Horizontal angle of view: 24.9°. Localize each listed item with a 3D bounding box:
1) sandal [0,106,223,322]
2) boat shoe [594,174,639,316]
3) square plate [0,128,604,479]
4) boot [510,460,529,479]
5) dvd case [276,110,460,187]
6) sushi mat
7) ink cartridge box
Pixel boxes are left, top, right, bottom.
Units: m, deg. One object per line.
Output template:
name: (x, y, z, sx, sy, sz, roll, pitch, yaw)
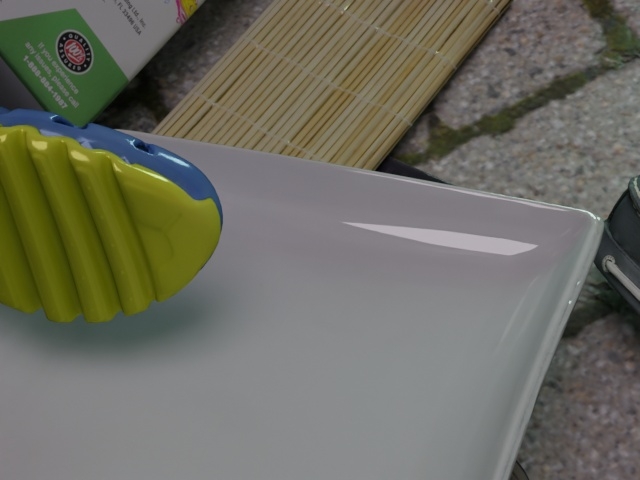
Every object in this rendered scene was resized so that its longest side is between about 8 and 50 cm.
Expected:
sandal: (-0.204, -0.041, 0.854, 0.317, 0.126, 0.138, 10, 33, 13)
boat shoe: (0.283, 0.089, 0.891, 0.116, 0.099, 0.319, -5, 56, -52)
square plate: (-0.046, 0.072, 0.827, 0.347, 0.049, 0.344, 11, 43, 19)
boot: (-0.017, 0.158, 0.829, 0.236, 0.085, 0.178, 19, 44, 22)
dvd case: (0.000, 0.000, 0.992, 0.221, 0.018, 0.164, 25, 61, 18)
sushi mat: (0.003, -0.118, 1.052, 0.151, 0.019, 0.316, 26, 58, 20)
ink cartridge box: (-0.177, -0.234, 1.035, 0.117, 0.201, 0.278, 3, 48, 49)
